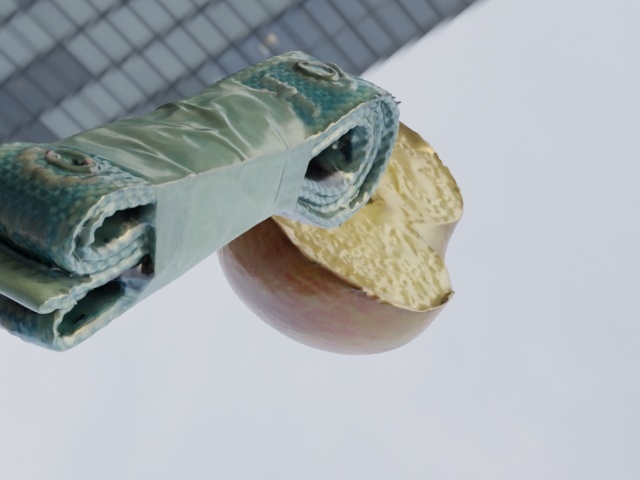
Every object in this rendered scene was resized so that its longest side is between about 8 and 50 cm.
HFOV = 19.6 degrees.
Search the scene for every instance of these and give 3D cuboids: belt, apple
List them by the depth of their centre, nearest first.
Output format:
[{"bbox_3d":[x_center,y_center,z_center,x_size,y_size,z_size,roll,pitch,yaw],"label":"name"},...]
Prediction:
[{"bbox_3d":[-0.058,-0.022,0.856,0.072,0.302,0.087,30,-62,21],"label":"belt"},{"bbox_3d":[0.000,0.000,1.811,0.163,0.251,0.293,-54,-166,34],"label":"apple"}]
